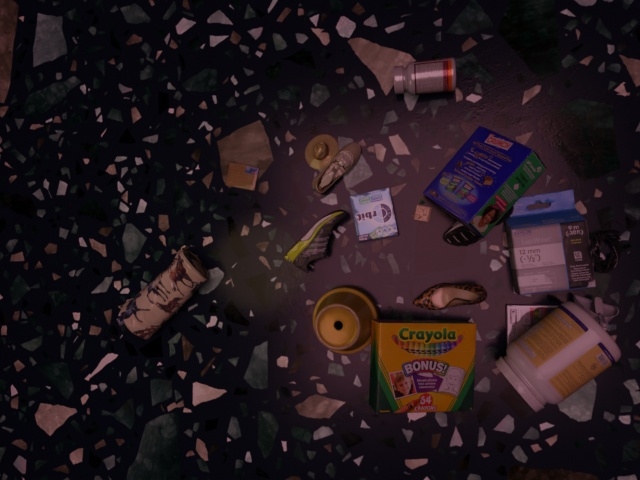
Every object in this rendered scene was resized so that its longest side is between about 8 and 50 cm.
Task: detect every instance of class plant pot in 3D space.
[{"bbox_3d":[0.083,0.301,1.877,0.254,0.239,0.253,0,89,11],"label":"plant pot"}]

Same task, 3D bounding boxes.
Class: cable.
[{"bbox_3d":[0.970,0.040,1.747,0.047,0.185,0.150,15,107,51],"label":"cable"}]

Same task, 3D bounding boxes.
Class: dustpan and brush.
[{"bbox_3d":[0.935,0.245,1.715,0.147,0.211,0.060,17,129,12],"label":"dustpan and brush"}]

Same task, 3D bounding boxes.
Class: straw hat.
[{"bbox_3d":[-0.001,-0.351,1.993,0.145,0.061,0.144,0,89,11],"label":"straw hat"}]

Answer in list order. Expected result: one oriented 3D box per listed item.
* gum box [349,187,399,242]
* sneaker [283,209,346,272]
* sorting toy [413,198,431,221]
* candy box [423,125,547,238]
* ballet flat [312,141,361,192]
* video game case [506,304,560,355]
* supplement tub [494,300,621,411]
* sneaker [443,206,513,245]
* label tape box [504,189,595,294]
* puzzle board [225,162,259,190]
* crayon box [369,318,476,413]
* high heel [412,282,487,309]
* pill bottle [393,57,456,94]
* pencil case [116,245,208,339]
[{"bbox_3d":[0.206,-0.096,1.956,0.157,0.041,0.184,-11,88,11],"label":"gum box"},{"bbox_3d":[0.000,0.000,1.977,0.121,0.111,0.300,45,103,-1],"label":"sneaker"},{"bbox_3d":[0.389,-0.115,1.933,0.062,0.012,0.083,12,95,16],"label":"sorting toy"},{"bbox_3d":[0.562,-0.209,1.777,0.317,0.122,0.268,-50,38,8],"label":"candy box"},{"bbox_3d":[0.064,-0.277,1.967,0.086,0.086,0.248,44,99,9],"label":"ballet flat"},{"bbox_3d":[0.769,0.333,1.843,0.184,0.023,0.201,0,88,12],"label":"video game case"},{"bbox_3d":[0.782,0.389,1.703,0.331,0.241,0.241,-40,82,9],"label":"supplement tub"},{"bbox_3d":[0.569,-0.075,1.862,0.272,0.108,0.100,-36,120,22],"label":"sneaker"},{"bbox_3d":[0.797,0.005,1.796,0.249,0.115,0.347,-7,89,12],"label":"label tape box"},{"bbox_3d":[-0.319,-0.261,2.084,0.128,0.011,0.096,12,90,11],"label":"puzzle board"},{"bbox_3d":[0.364,0.443,1.820,0.363,0.106,0.312,2,91,-11],"label":"crayon box"},{"bbox_3d":[0.457,0.203,1.825,0.261,0.186,0.093,-13,87,11],"label":"high heel"},{"bbox_3d":[0.385,-0.603,1.885,0.221,0.121,0.121,-2,89,12],"label":"pill bottle"},{"bbox_3d":[-0.632,0.210,2.067,0.410,0.160,0.183,-43,96,8],"label":"pencil case"}]
